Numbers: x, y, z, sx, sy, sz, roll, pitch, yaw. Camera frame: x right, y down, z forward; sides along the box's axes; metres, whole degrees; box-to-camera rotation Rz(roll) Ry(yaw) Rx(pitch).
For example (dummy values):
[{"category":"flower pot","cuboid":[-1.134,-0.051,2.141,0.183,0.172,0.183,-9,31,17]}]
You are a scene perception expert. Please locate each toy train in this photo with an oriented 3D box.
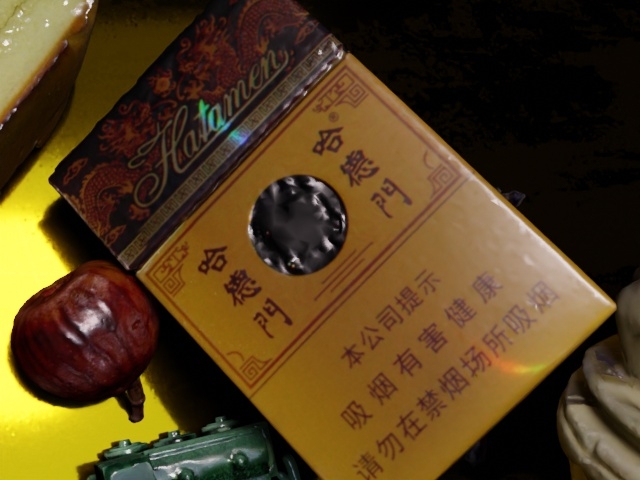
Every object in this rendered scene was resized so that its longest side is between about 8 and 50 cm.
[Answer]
[{"category":"toy train","cuboid":[-0.115,0.199,0.800,0.171,0.111,0.071,-10,85,-22]}]

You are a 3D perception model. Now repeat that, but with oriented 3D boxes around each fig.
[{"category":"fig","cuboid":[-0.202,0.092,0.792,0.129,0.128,0.150,0,92,-20]}]

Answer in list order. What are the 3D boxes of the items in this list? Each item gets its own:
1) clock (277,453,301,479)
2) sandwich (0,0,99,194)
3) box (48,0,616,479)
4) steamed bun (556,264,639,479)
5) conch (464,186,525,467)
[{"category":"clock","cuboid":[-0.010,0.305,0.838,0.160,0.066,0.210,12,72,-18]},{"category":"sandwich","cuboid":[-0.290,-0.138,0.810,0.122,0.128,0.235,36,67,-5]},{"category":"box","cuboid":[0.000,0.000,0.777,0.264,0.116,0.415,-45,77,7]},{"category":"steamed bun","cuboid":[0.383,0.113,0.883,0.394,0.346,0.237,-36,90,12]},{"category":"conch","cuboid":[0.094,0.057,0.884,0.241,0.186,0.312,-26,102,-1]}]
